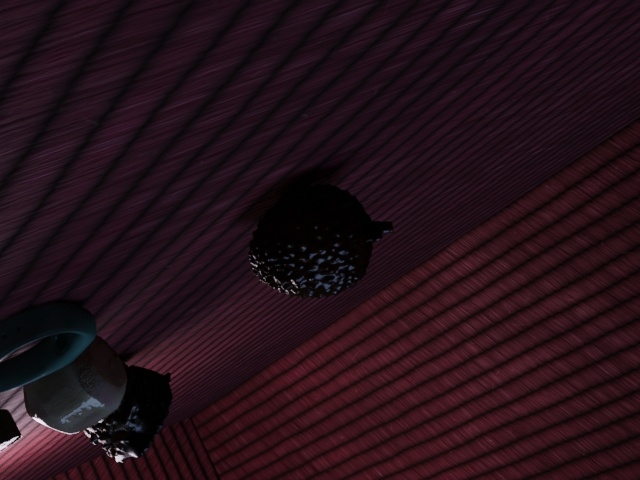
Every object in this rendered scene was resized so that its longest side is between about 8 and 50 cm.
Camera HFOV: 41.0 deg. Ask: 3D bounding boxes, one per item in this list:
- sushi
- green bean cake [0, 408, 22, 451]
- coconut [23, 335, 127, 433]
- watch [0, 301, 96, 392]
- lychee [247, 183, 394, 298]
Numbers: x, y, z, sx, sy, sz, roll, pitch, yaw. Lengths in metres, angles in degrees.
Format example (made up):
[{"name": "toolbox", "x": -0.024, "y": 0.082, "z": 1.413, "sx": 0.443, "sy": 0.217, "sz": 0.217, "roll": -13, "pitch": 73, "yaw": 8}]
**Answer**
[{"name": "sushi", "x": -0.469, "y": 0.374, "z": 1.955, "sx": 0.238, "sy": 0.218, "sz": 0.225, "roll": -51, "pitch": -160, "yaw": 31}, {"name": "green bean cake", "x": -0.734, "y": 0.426, "z": 1.756, "sx": 0.183, "sy": 0.094, "sz": 0.185, "roll": -36, "pitch": 167, "yaw": 32}, {"name": "coconut", "x": -0.447, "y": 0.257, "z": 1.528, "sx": 0.182, "sy": 0.171, "sz": 0.171, "roll": -29, "pitch": 169, "yaw": 11}, {"name": "watch", "x": -0.464, "y": 0.175, "z": 1.351, "sx": 0.195, "sy": 0.068, "sz": 0.237, "roll": -14, "pitch": 161, "yaw": -47}, {"name": "lychee", "x": 0.000, "y": 0.000, "z": 1.370, "sx": 0.238, "sy": 0.200, "sz": 0.200, "roll": -15, "pitch": 172, "yaw": 13}]
